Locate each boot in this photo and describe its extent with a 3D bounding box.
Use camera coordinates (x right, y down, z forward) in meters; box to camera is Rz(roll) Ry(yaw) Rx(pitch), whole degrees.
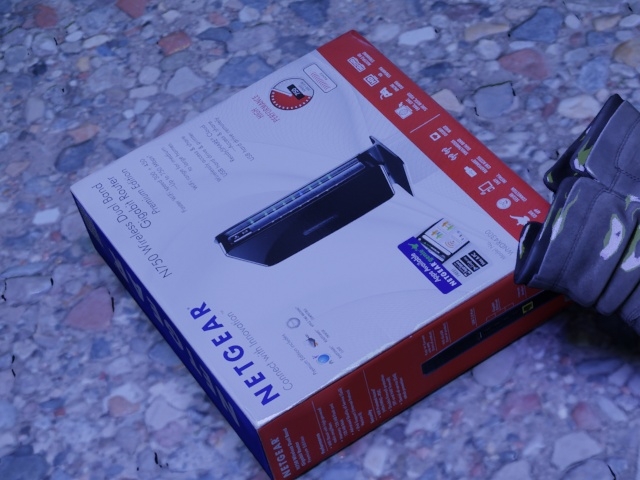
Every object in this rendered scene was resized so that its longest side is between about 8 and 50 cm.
[{"bbox_3d":[0.308,-0.052,1.277,0.223,0.118,0.338,34,59,7],"label":"boot"}]

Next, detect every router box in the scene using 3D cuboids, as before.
[{"bbox_3d":[0.000,0.000,1.385,0.301,0.082,0.335,-31,48,-15],"label":"router box"}]
